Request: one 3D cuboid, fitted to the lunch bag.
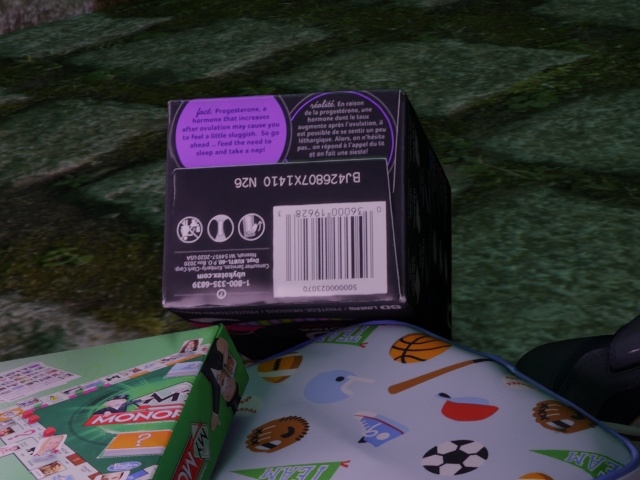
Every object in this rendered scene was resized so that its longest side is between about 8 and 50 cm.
[{"bbox_3d":[0.019,0.154,0.944,0.243,0.115,0.303,-23,24,-29],"label":"lunch bag"}]

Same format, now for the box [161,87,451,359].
[{"bbox_3d":[0.000,0.000,1.174,0.165,0.143,0.270,-2,-11,11],"label":"box"}]

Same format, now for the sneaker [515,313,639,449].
[{"bbox_3d":[0.270,0.076,1.080,0.321,0.127,0.126,4,23,30],"label":"sneaker"}]

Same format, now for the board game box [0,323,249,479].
[{"bbox_3d":[-0.214,0.151,0.933,0.317,0.046,0.213,-11,32,23],"label":"board game box"}]
